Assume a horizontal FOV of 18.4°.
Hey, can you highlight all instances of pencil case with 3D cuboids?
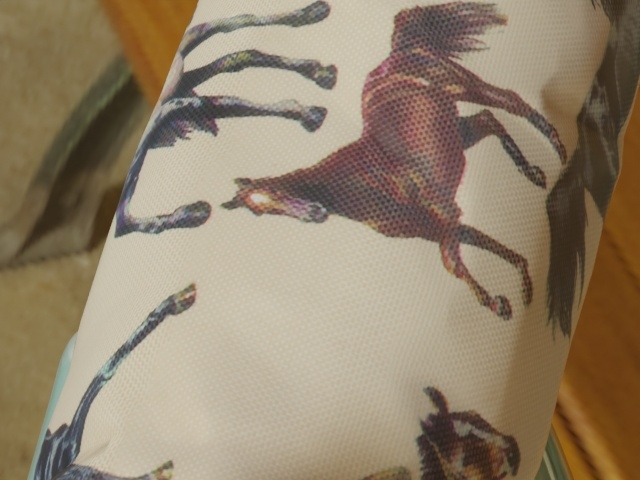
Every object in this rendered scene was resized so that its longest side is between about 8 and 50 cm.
[{"bbox_3d":[0.000,0.000,0.676,0.183,0.160,0.410,3,61,30],"label":"pencil case"}]

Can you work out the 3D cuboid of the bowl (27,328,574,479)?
[{"bbox_3d":[-0.014,0.102,0.993,0.311,0.163,0.311,-3,16,1],"label":"bowl"}]
